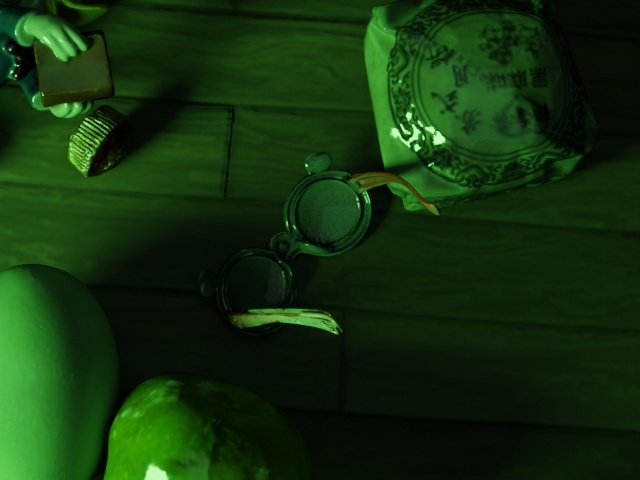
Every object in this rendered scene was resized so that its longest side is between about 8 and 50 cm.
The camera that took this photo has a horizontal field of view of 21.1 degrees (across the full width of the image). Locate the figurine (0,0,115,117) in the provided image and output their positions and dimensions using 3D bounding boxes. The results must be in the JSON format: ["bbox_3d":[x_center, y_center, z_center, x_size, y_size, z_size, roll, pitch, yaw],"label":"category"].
[{"bbox_3d":[-0.350,-0.241,1.958,0.283,0.204,0.338,7,58,25],"label":"figurine"}]

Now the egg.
[{"bbox_3d":[-0.316,0.164,1.826,0.203,0.203,0.282,6,78,-2],"label":"egg"}]

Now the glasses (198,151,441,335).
[{"bbox_3d":[0.000,0.000,1.871,0.118,0.268,0.234,46,73,-10],"label":"glasses"}]

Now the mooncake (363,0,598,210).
[{"bbox_3d":[0.182,-0.176,1.999,0.254,0.136,0.250,-11,78,-7],"label":"mooncake"}]

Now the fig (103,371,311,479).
[{"bbox_3d":[-0.116,0.297,1.832,0.233,0.233,0.314,-10,118,-7],"label":"fig"}]

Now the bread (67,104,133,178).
[{"bbox_3d":[-0.250,-0.110,1.974,0.053,0.085,0.085,38,75,12],"label":"bread"}]
